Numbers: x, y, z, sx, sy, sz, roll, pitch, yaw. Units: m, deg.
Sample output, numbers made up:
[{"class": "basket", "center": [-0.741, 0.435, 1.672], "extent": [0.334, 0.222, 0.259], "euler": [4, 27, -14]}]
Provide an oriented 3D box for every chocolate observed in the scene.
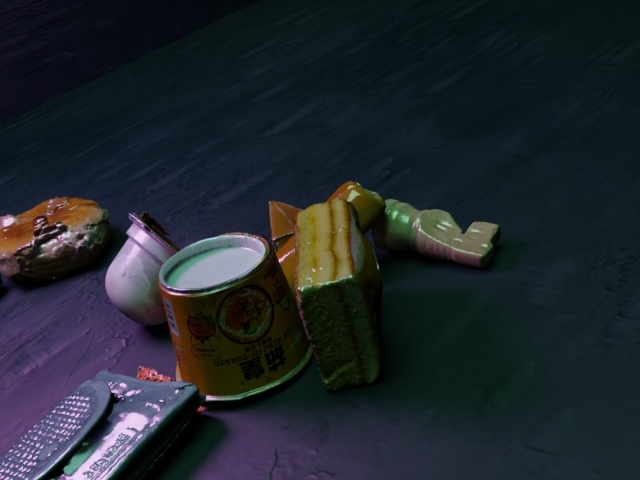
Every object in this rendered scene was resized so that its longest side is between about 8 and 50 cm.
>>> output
[{"class": "chocolate", "center": [-0.281, 0.064, 1.288], "extent": [0.147, 0.221, 0.221], "euler": [-47, 32, -1]}]

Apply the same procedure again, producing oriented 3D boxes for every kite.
[{"class": "kite", "center": [-0.229, 0.238, 1.095], "extent": [0.222, 0.008, 0.125], "euler": [6, 38, 37]}]

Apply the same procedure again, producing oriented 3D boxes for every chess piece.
[{"class": "chess piece", "center": [0.187, -0.008, 1.231], "extent": [0.200, 0.090, 0.090], "euler": [14, 41, 34]}]

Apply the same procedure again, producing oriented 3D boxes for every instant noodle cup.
[{"class": "instant noodle cup", "center": [-0.128, 0.100, 1.101], "extent": [0.216, 0.172, 0.215], "euler": [-12, 26, 6]}]

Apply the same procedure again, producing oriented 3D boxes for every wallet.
[{"class": "wallet", "center": [-0.334, 0.290, 0.987], "extent": [0.237, 0.075, 0.342], "euler": [0, 34, 39]}]

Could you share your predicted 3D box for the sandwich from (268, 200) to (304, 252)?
[{"class": "sandwich", "center": [-0.027, -0.020, 1.366], "extent": [0.113, 0.079, 0.163], "euler": [-15, 27, 1]}]

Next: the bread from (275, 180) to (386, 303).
[{"class": "bread", "center": [0.000, 0.000, 1.232], "extent": [0.239, 0.074, 0.092], "euler": [-46, 30, -1]}]

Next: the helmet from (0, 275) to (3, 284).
[{"class": "helmet", "center": [-0.682, 0.083, 1.570], "extent": [0.111, 0.057, 0.089], "euler": [16, 85, 52]}]

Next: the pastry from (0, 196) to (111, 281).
[{"class": "pastry", "center": [-0.564, -0.013, 1.610], "extent": [0.257, 0.120, 0.236], "euler": [-17, 28, 0]}]

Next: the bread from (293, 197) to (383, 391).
[{"class": "bread", "center": [0.029, 0.066, 1.067], "extent": [0.111, 0.184, 0.234], "euler": [-12, 30, 3]}]
